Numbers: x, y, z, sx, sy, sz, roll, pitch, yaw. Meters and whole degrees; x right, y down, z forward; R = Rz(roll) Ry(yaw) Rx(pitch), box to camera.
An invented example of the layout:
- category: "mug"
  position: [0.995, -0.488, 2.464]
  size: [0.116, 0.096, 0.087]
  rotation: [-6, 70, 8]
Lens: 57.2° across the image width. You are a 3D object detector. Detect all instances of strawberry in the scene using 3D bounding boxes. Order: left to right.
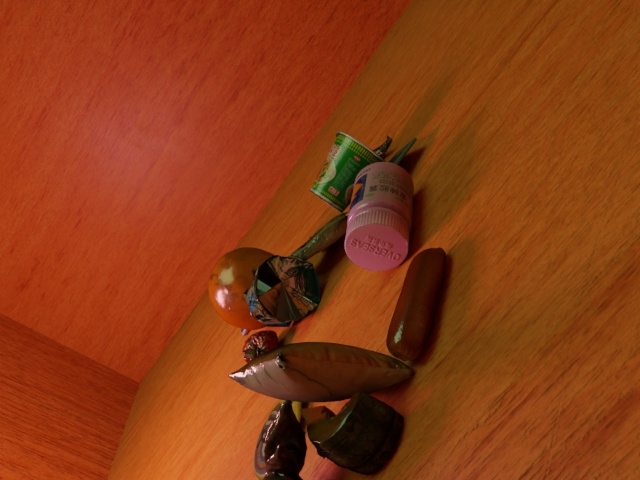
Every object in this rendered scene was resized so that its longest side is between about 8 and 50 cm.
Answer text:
- category: "strawberry"
  position: [-0.201, 0.358, 1.999]
  size: [0.131, 0.131, 0.148]
  rotation: [-50, 26, 24]

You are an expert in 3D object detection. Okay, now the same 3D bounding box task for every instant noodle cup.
- category: "instant noodle cup"
  position: [-0.138, 0.179, 1.968]
  size: [0.178, 0.240, 0.240]
  rotation: [-41, 22, 60]
- category: "instant noodle cup"
  position: [0.080, -0.231, 2.047]
  size: [0.233, 0.207, 0.207]
  rotation: [-56, 16, 5]

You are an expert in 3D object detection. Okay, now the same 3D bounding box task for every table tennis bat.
- category: "table tennis bat"
  position: [-0.088, 0.470, 1.587]
  size: [0.369, 0.054, 0.224]
  rotation: [-62, 17, -3]

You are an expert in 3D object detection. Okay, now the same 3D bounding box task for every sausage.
- category: "sausage"
  position: [0.213, 0.129, 1.286]
  size: [0.089, 0.083, 0.300]
  rotation: [-56, 10, 53]

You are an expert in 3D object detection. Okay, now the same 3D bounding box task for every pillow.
- category: "pillow"
  position: [-0.008, 0.286, 1.264]
  size: [0.310, 0.312, 0.119]
  rotation: [-31, 53, 57]

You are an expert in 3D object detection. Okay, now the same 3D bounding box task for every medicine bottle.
- category: "medicine bottle"
  position: [0.166, -0.071, 1.625]
  size: [0.178, 0.178, 0.291]
  rotation: [-45, 20, 37]

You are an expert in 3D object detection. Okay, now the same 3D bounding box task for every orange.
- category: "orange"
  position: [-0.265, 0.178, 2.184]
  size: [0.312, 0.312, 0.312]
  rotation: [-50, 18, 23]

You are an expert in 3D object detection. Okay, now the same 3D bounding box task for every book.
- category: "book"
  position: [0.198, -0.200, 1.916]
  size: [0.283, 0.025, 0.215]
  rotation: [-51, 3, -16]

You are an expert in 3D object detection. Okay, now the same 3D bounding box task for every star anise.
- category: "star anise"
  position: [-0.068, 0.507, 1.221]
  size: [0.292, 0.109, 0.350]
  rotation: [77, -168, -49]

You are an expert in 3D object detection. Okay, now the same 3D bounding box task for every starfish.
- category: "starfish"
  position: [0.193, -0.311, 2.211]
  size: [0.213, 0.057, 0.238]
  rotation: [-49, 18, 4]

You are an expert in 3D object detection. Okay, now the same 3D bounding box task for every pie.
- category: "pie"
  position: [0.004, -0.003, 2.066]
  size: [0.302, 0.067, 0.302]
  rotation: [-39, 2, 2]

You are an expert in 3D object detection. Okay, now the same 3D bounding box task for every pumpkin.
- category: "pumpkin"
  position: [0.043, 0.403, 1.197]
  size: [0.248, 0.131, 0.126]
  rotation: [-40, 24, 51]

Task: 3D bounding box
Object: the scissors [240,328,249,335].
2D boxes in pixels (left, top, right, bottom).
- category: "scissors"
  position: [-0.272, 0.283, 2.409]
  size: [0.030, 0.125, 0.256]
  rotation: [47, 118, 48]
